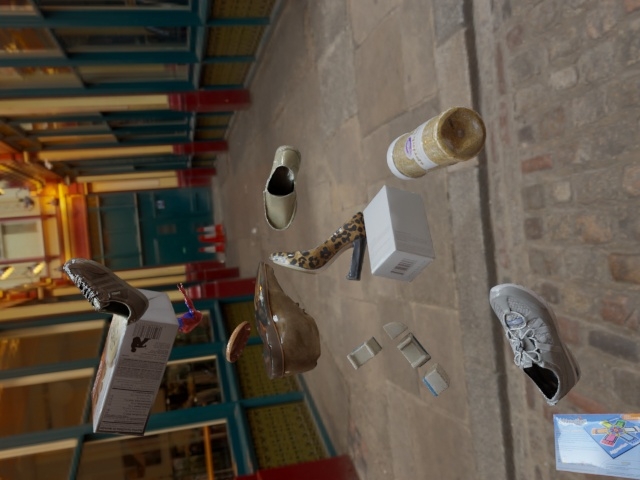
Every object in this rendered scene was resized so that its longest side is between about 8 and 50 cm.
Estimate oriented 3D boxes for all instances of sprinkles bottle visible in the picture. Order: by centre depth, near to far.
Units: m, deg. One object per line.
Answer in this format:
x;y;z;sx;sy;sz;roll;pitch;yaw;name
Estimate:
0.265;-0.224;1.393;0.355;0.121;0.122;175;90;-80;sprinkles bottle

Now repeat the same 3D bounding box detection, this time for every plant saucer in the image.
-0.160;0.195;1.131;0.083;0.013;0.084;22;-90;-77;plant saucer

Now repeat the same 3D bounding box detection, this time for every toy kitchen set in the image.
0.196;0.321;1.468;0.207;0.166;0.122;52;-171;12;toy kitchen set

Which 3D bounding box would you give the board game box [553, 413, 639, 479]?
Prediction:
0.686;0.500;1.430;0.281;0.027;0.145;145;132;-63;board game box

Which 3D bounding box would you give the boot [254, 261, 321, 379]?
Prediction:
-0.081;0.167;1.283;0.305;0.115;0.112;-110;23;-44;boot

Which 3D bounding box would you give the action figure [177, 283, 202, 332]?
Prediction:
-0.436;0.213;1.651;0.139;0.091;0.280;52;-160;11;action figure

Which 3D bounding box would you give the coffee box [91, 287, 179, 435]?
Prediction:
-0.439;0.282;1.366;0.168;0.118;0.297;43;116;59;coffee box

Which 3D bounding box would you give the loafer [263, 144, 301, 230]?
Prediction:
-0.115;-0.135;1.652;0.092;0.101;0.269;-68;-12;-56;loafer

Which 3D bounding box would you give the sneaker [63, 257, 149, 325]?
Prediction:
-0.438;0.101;1.167;0.066;0.188;0.071;-59;4;35;sneaker

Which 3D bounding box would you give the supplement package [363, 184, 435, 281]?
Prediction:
0.171;-0.015;1.295;0.105;0.105;0.180;127;147;-47;supplement package

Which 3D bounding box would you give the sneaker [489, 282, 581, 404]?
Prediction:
0.448;0.215;1.225;0.281;0.115;0.105;53;137;-3;sneaker

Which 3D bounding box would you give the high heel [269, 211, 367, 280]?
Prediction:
0.000;0.000;1.587;0.093;0.261;0.187;51;-132;-78;high heel
